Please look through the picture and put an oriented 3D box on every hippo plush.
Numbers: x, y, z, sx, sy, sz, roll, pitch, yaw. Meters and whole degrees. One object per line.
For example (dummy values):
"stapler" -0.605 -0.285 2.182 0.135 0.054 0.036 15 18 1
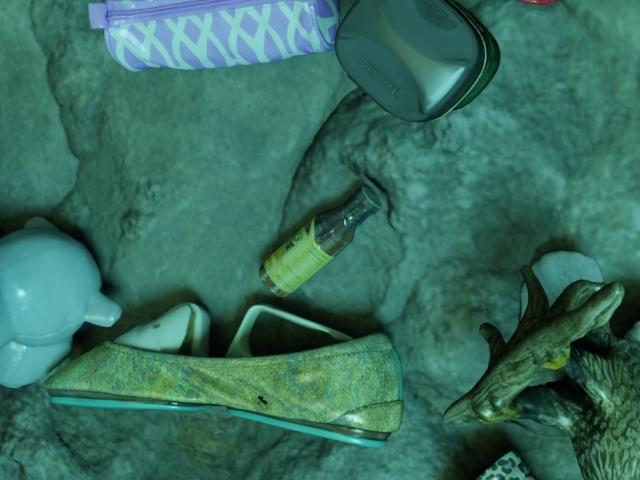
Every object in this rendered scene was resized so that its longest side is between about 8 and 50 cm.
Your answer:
"hippo plush" -0.337 0.043 0.707 0.234 0.236 0.294 43 123 15

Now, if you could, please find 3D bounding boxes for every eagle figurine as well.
"eagle figurine" 0.251 0.157 0.567 0.298 0.226 0.225 28 87 -8

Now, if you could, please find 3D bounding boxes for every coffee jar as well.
"coffee jar" 0.076 -0.138 0.556 0.096 0.184 0.079 43 111 3

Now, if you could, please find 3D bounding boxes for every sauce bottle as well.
"sauce bottle" 0.000 0.000 0.691 0.128 0.042 0.042 -41 89 19

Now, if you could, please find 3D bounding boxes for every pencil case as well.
"pencil case" -0.081 -0.190 0.645 0.206 0.088 0.086 -4 100 19

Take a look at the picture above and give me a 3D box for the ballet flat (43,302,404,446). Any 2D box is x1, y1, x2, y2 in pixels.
"ballet flat" -0.091 0.114 0.718 0.348 0.123 0.123 3 104 17

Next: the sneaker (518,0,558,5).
"sneaker" 0.192 -0.251 0.560 0.221 0.087 0.128 -11 108 32

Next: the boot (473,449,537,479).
"boot" 0.175 0.311 0.692 0.178 0.085 0.236 49 136 23
